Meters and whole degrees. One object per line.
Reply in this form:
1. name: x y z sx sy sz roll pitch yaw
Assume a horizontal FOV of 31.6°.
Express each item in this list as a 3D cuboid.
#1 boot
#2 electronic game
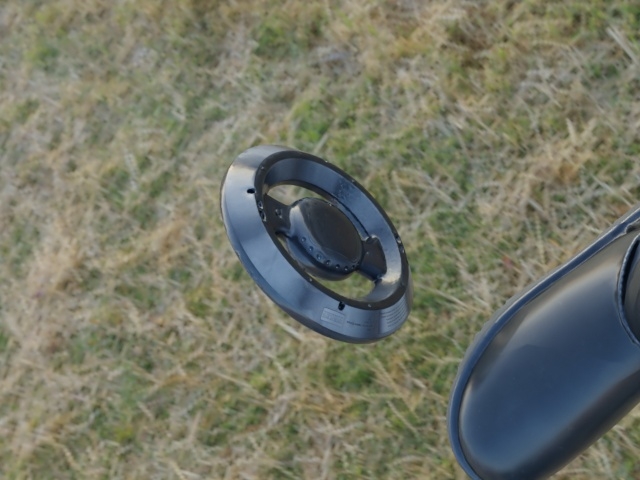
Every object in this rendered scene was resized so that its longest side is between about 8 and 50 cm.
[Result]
1. boot: 0.264 0.079 0.841 0.367 0.146 0.445 -49 4 -1
2. electronic game: 0.000 0.000 1.099 0.048 0.229 0.229 -44 47 34
